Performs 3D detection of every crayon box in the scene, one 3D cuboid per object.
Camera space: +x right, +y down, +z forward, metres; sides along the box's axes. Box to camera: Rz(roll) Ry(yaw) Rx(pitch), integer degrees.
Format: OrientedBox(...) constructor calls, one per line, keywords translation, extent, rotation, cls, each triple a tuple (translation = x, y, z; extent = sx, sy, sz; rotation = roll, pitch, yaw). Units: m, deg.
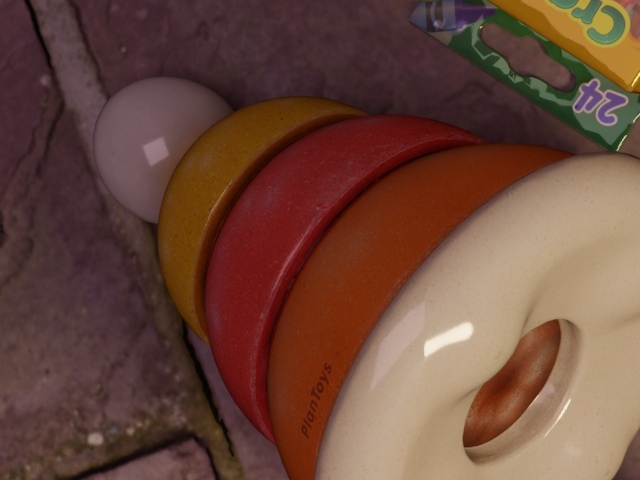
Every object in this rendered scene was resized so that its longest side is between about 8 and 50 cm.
OrientedBox(translation=(0.211, -0.250, 1.439), extent=(0.203, 0.083, 0.323), rotation=(35, 104, 17), cls="crayon box")

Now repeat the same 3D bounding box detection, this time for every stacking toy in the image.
OrientedBox(translation=(0.000, 0.000, 1.452), extent=(0.480, 0.351, 0.350), rotation=(37, 105, 34), cls="stacking toy")
